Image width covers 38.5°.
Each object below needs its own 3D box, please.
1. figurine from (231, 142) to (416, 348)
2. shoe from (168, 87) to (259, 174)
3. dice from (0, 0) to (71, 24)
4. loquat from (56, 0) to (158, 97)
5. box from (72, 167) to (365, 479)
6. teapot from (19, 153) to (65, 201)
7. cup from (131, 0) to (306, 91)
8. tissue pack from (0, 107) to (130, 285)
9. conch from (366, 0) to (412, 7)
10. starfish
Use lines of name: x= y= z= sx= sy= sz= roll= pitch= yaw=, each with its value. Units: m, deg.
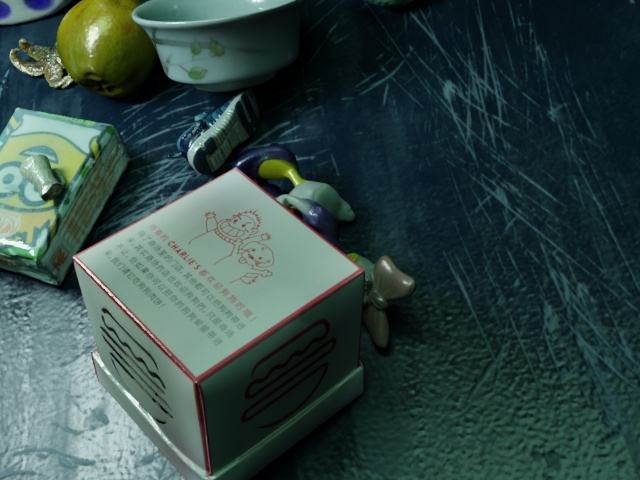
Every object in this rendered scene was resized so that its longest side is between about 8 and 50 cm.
figurine: x=-0.006 y=-0.003 z=1.546 sx=0.193 sy=0.154 sz=0.421 roll=-2 pitch=39 yaw=-30
shoe: x=-0.199 y=-0.220 z=1.762 sx=0.106 sy=0.091 sz=0.207 roll=27 pitch=63 yaw=35
dice: x=-0.703 y=-0.693 z=2.087 sx=0.304 sy=0.277 sz=0.304 roll=-8 pitch=55 yaw=7
loquat: x=-0.425 y=-0.419 z=1.877 sx=0.213 sy=0.213 sz=0.246 roll=4 pitch=68 yaw=17
box: x=-0.143 y=0.133 z=1.355 sx=0.312 sy=0.300 sz=0.314 roll=-33 pitch=54 yaw=-28
teapot: x=-0.494 y=-0.109 z=1.645 sx=0.067 sy=0.057 sz=0.083 roll=-14 pitch=58 yaw=-41
cup: x=-0.180 y=-0.392 z=1.785 sx=0.347 sy=0.163 sz=0.347 roll=-6 pitch=26 yaw=3
tissue pack: x=-0.533 y=-0.088 z=1.740 sx=0.228 sy=0.128 sz=0.310 roll=12 pitch=62 yaw=20
conch: x=0.134 y=-0.548 z=1.868 sx=0.188 sy=0.122 sz=0.176 roll=34 pitch=51 yaw=28
starfish: x=-0.576 y=-0.394 z=2.008 sx=0.210 sy=0.053 sz=0.150 roll=2 pitch=71 yaw=11
